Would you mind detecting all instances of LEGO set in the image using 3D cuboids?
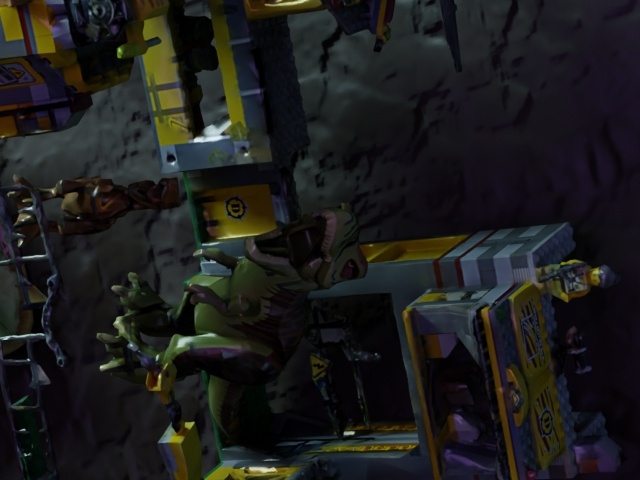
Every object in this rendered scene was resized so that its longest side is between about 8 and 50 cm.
[{"bbox_3d":[0.000,0.000,0.731,0.192,0.255,0.331,-5,94,27],"label":"LEGO set"}]

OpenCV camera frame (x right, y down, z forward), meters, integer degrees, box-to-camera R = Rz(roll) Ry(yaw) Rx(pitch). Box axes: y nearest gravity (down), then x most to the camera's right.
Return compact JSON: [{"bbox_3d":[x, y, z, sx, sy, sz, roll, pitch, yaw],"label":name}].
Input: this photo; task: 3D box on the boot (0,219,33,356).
[{"bbox_3d":[-0.296,-0.008,0.972,0.269,0.089,0.236,-24,95,27],"label":"boot"}]
